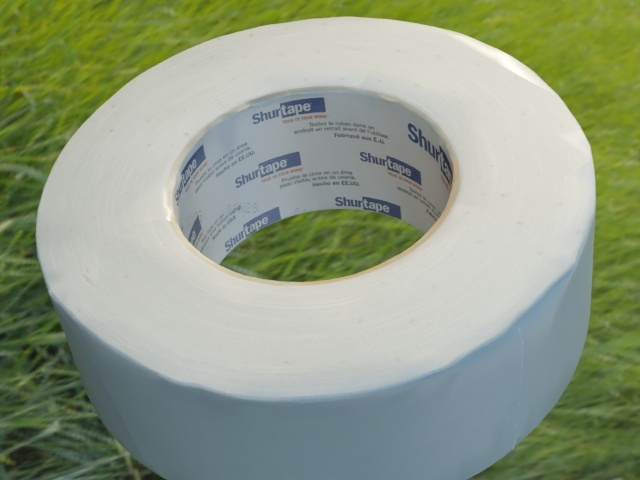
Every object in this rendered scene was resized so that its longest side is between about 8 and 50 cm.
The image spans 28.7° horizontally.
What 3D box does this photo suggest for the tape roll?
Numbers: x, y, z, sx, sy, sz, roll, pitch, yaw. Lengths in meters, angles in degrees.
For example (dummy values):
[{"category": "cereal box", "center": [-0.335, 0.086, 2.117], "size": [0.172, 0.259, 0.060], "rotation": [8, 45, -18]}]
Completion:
[{"category": "tape roll", "center": [0.000, 0.000, 0.509], "size": [0.072, 0.219, 0.219], "rotation": [81, 25, -44]}]
